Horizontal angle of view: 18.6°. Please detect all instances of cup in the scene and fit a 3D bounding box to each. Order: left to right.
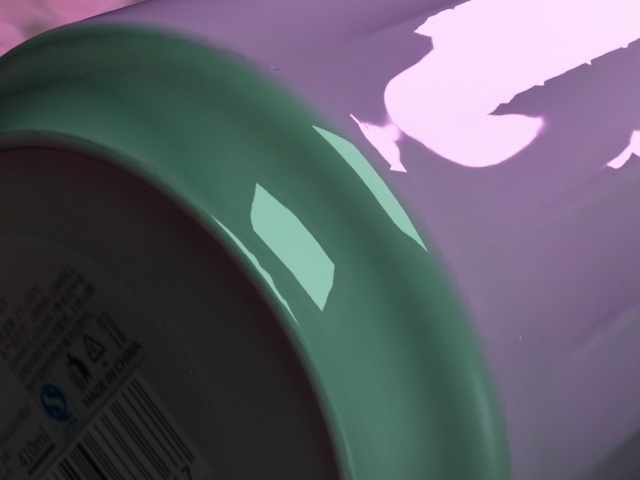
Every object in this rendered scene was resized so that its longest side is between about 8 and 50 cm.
[{"bbox_3d":[0.000,0.000,0.706,0.323,0.237,0.327,18,29,34],"label":"cup"}]
